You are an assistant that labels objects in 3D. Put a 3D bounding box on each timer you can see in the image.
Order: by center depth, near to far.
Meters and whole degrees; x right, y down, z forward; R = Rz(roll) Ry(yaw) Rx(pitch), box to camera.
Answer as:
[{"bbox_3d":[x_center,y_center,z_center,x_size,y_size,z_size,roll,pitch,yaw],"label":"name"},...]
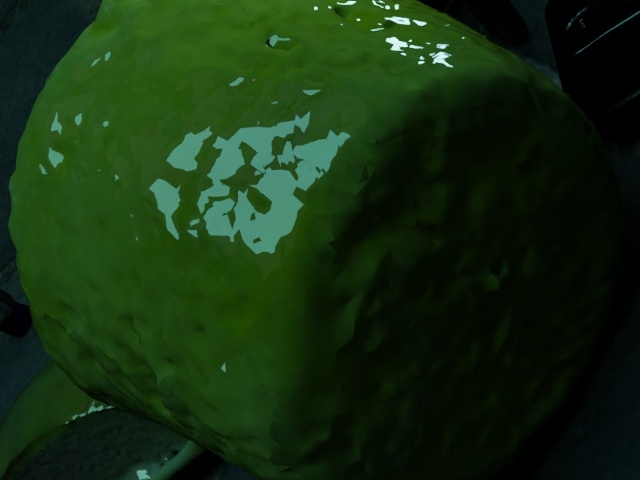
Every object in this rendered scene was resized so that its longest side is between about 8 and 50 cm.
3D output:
[{"bbox_3d":[0.233,-0.164,1.105,0.187,0.055,0.144,-36,42,31],"label":"timer"}]

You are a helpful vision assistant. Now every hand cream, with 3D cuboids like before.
[{"bbox_3d":[-0.353,0.054,1.592,0.062,0.163,0.039,-35,48,31],"label":"hand cream"}]

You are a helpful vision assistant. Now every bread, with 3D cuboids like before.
[{"bbox_3d":[0.000,0.000,1.067,0.308,0.348,0.348,32,93,44],"label":"bread"}]

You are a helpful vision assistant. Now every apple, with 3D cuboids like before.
[{"bbox_3d":[-0.197,0.148,1.380,0.265,0.120,0.193,-39,30,25],"label":"apple"}]

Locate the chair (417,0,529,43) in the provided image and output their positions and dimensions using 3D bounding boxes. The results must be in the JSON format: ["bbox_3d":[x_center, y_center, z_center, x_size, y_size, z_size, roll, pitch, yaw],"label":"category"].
[{"bbox_3d":[0.043,-0.187,1.292,0.145,0.140,0.221,-54,39,13],"label":"chair"}]
